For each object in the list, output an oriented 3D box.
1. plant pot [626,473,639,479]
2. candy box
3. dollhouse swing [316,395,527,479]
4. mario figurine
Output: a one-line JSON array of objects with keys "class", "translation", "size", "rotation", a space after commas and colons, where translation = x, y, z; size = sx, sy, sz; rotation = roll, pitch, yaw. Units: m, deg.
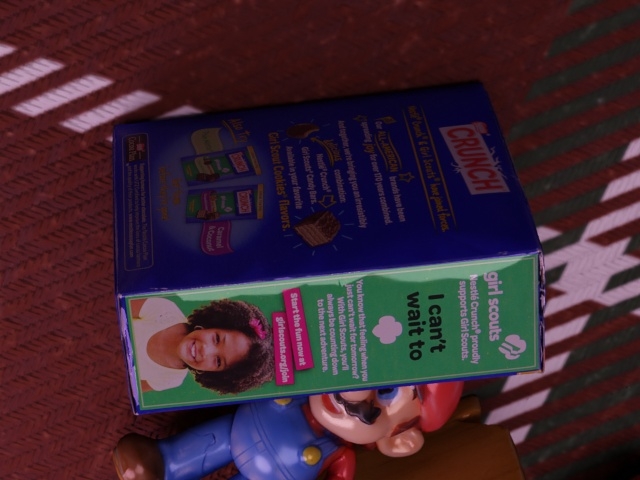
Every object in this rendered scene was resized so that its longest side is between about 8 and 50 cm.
[{"class": "plant pot", "translation": [0.279, 0.330, 1.756], "size": [0.174, 0.191, 0.191], "rotation": [-28, 117, 15]}, {"class": "candy box", "translation": [0.000, 0.000, 1.508], "size": [0.317, 0.268, 0.122], "rotation": [-7, 123, -1]}, {"class": "dollhouse swing", "translation": [0.085, 0.391, 1.676], "size": [0.315, 0.347, 0.305], "rotation": [-22, 117, 6]}, {"class": "mario figurine", "translation": [-0.024, 0.152, 1.635], "size": [0.320, 0.170, 0.198], "rotation": [-32, 112, 6]}]
